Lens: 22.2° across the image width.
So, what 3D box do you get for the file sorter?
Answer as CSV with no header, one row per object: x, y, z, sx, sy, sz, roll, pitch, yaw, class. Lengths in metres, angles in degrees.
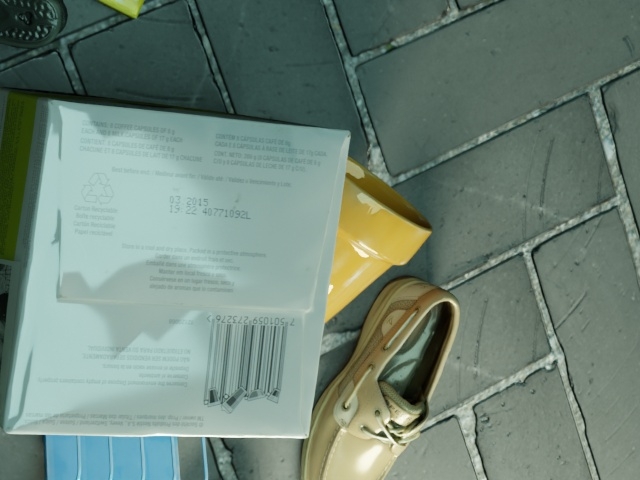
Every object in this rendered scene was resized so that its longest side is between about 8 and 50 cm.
-0.231,0.254,1.931,0.170,0.104,0.118,7,60,-26,file sorter

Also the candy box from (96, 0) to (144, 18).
-0.280,-0.344,1.863,0.206,0.027,0.105,24,91,-27,candy box

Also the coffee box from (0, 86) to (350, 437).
-0.205,0.016,1.795,0.338,0.334,0.338,5,95,-25,coffee box

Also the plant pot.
0.000,0.000,1.981,0.205,0.205,0.188,32,100,-27,plant pot

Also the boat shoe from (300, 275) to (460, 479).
0.077,0.211,2.094,0.122,0.110,0.341,21,90,-27,boat shoe

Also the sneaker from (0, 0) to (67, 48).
-0.388,-0.265,1.803,0.227,0.130,0.087,8,102,1,sneaker
